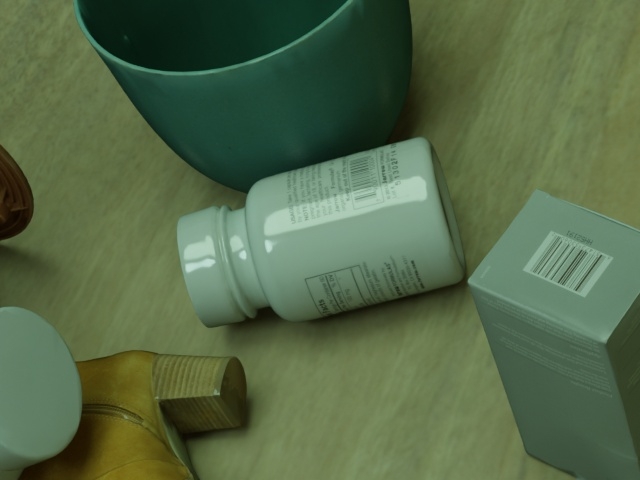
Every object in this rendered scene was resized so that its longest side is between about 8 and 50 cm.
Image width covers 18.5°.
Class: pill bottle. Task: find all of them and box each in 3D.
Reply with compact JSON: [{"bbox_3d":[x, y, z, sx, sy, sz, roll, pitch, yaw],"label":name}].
[{"bbox_3d":[0.000,0.000,1.696,0.229,0.131,0.131,-14,48,8],"label":"pill bottle"},{"bbox_3d":[-0.343,0.154,1.611,0.301,0.169,0.169,-20,43,34],"label":"pill bottle"}]

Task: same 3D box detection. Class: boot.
[{"bbox_3d":[-0.185,0.214,1.618,0.211,0.104,0.295,-8,44,22],"label":"boot"}]

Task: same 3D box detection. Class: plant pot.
[{"bbox_3d":[-0.047,-0.180,1.796,0.293,0.235,0.293,-11,49,13],"label":"plant pot"}]

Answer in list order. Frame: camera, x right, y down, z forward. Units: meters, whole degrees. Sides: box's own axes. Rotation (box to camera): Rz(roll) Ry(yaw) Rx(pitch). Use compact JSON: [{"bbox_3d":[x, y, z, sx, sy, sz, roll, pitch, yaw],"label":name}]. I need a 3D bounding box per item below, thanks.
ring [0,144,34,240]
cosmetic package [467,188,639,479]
[{"bbox_3d":[-0.420,-0.083,1.789,0.336,0.336,0.032,8,62,26],"label":"ring"},{"bbox_3d":[0.206,0.087,1.475,0.127,0.238,0.107,24,66,32],"label":"cosmetic package"}]
